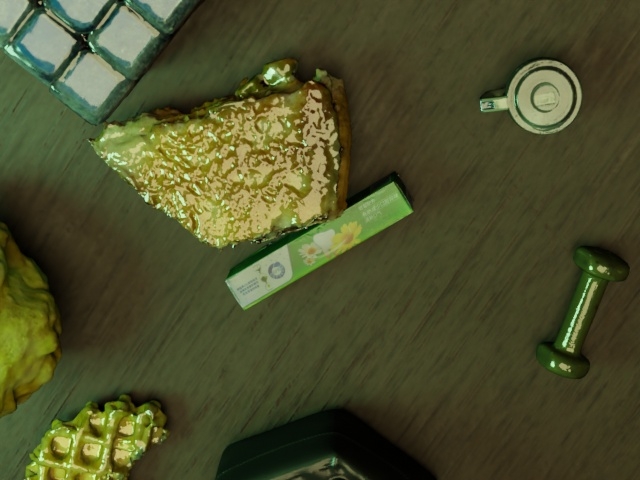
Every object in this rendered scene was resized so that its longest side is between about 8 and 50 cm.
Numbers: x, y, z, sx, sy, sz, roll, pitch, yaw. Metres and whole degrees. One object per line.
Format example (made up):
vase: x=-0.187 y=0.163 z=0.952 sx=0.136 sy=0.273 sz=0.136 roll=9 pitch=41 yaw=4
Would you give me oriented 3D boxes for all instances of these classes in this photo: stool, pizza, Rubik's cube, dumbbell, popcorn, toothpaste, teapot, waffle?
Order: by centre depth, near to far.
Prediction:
Rubik's cube: x=-0.182 y=-0.267 z=1.303 sx=0.237 sy=0.238 sz=0.237 roll=40 pitch=101 yaw=-8
teapot: x=0.179 y=-0.124 z=1.416 sx=0.088 sy=0.057 sz=0.066 roll=-9 pitch=102 yaw=1
popcorn: x=-0.316 y=0.068 z=1.417 sx=0.197 sy=0.197 sz=0.155 roll=27 pitch=136 yaw=-4
pizza: x=-0.074 y=-0.066 z=1.432 sx=0.226 sy=0.069 sz=0.147 roll=-18 pitch=93 yaw=8
toothpaste: x=0.000 y=0.000 z=1.461 sx=0.178 sy=0.043 sz=0.037 roll=-31 pitch=103 yaw=9
dumbbell: x=0.232 y=0.064 z=1.462 sx=0.046 sy=0.052 sz=0.118 roll=11 pitch=107 yaw=-31
stool: x=-0.002 y=0.276 z=1.477 sx=0.232 sy=0.141 sz=0.232 roll=1 pitch=104 yaw=3
waffle: x=-0.190 y=0.242 z=1.525 sx=0.149 sy=0.051 sz=0.194 roll=-19 pitch=102 yaw=8
